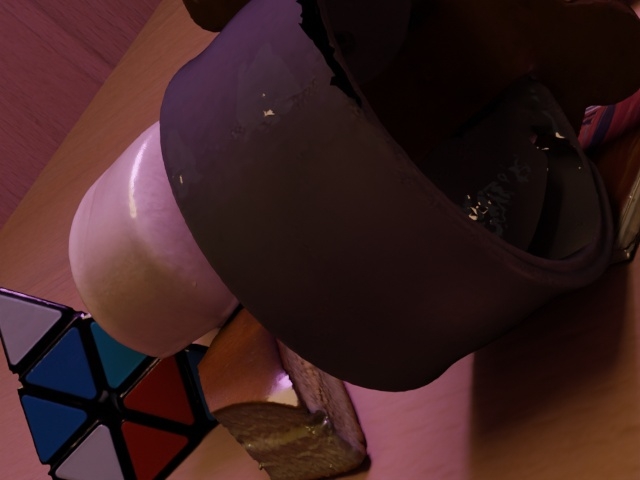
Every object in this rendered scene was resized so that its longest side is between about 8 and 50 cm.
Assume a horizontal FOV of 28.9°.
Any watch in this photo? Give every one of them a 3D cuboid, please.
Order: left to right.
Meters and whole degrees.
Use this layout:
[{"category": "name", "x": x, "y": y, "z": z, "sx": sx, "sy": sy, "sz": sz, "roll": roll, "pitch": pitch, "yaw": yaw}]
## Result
[{"category": "watch", "x": 0.031, "y": -0.082, "z": 0.842, "sx": 0.314, "sy": 0.335, "sz": 0.327, "roll": -37, "pitch": 13, "yaw": 30}]

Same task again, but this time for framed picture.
[{"category": "framed picture", "x": 0.170, "y": -0.037, "z": 0.983, "sx": 0.273, "sy": 0.016, "sz": 0.216, "roll": -24, "pitch": 30, "yaw": 52}]

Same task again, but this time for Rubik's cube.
[{"category": "Rubik's cube", "x": -0.181, "y": 0.209, "z": 1.232, "sx": 0.250, "sy": 0.284, "sz": 0.234, "roll": 8, "pitch": 75, "yaw": 30}]

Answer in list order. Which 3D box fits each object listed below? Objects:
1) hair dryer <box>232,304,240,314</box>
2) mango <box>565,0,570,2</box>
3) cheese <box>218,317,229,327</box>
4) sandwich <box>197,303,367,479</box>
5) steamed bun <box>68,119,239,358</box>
[{"category": "hair dryer", "x": 0.000, "y": 0.000, "z": 1.228, "sx": 0.124, "sy": 0.071, "sz": 0.219, "roll": -31, "pitch": 19, "yaw": 43}, {"category": "mango", "x": 0.237, "y": -0.276, "z": 1.186, "sx": 0.137, "sy": 0.091, "sz": 0.237, "roll": -43, "pitch": 19, "yaw": 0}, {"category": "cheese", "x": -0.054, "y": -0.031, "z": 1.372, "sx": 0.286, "sy": 0.082, "sz": 0.163, "roll": -51, "pitch": 19, "yaw": -8}, {"category": "sandwich", "x": -0.038, "y": 0.122, "z": 1.018, "sx": 0.096, "sy": 0.094, "sz": 0.258, "roll": -43, "pitch": 18, "yaw": 4}, {"category": "steamed bun", "x": -0.130, "y": -0.021, "z": 1.170, "sx": 0.146, "sy": 0.164, "sz": 0.242, "roll": -36, "pitch": 15, "yaw": 41}]
